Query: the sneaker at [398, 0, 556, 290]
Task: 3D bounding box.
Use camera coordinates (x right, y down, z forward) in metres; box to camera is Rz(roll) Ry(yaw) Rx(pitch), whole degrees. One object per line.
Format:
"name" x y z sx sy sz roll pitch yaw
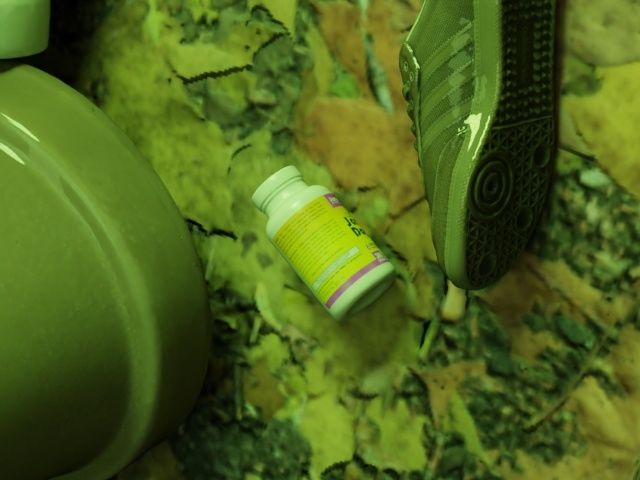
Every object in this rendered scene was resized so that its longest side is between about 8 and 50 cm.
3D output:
"sneaker" 0.075 -0.072 0.860 0.071 0.066 0.188 16 102 45

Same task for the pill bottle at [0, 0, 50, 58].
"pill bottle" -0.210 -0.246 0.929 0.162 0.162 0.278 12 106 28

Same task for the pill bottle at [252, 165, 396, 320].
"pill bottle" 0.000 0.000 0.918 0.083 0.043 0.043 50 119 13

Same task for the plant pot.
"plant pot" -0.227 0.060 0.924 0.263 0.229 0.263 16 124 26
